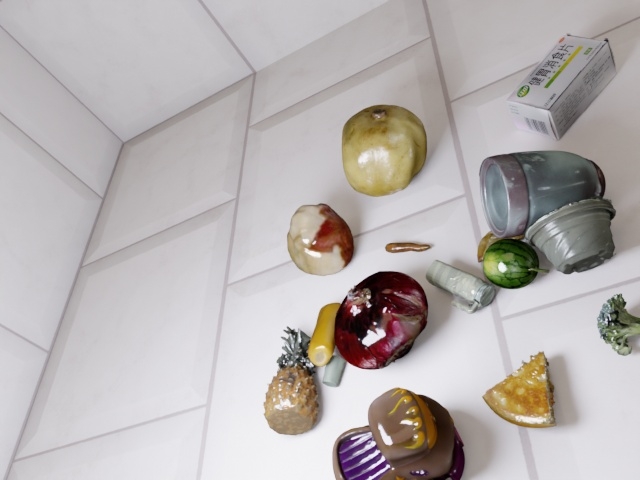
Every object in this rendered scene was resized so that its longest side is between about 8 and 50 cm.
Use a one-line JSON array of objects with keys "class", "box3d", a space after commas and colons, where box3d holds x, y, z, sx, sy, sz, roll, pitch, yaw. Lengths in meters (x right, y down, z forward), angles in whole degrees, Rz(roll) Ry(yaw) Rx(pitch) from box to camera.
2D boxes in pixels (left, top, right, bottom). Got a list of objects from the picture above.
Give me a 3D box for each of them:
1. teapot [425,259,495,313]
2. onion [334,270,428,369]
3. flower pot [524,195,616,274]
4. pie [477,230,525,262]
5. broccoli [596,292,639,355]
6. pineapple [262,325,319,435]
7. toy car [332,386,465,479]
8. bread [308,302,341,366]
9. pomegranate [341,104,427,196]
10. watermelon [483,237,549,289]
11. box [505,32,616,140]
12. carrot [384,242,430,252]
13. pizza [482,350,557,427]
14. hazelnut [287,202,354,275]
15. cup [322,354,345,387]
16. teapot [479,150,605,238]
[{"class": "teapot", "box3d": [0.395, 0.137, 1.727, 0.200, 0.077, 0.107, 25, 78, 48]}, {"class": "onion", "box3d": [0.156, 0.221, 1.716, 0.314, 0.232, 0.314, -42, 28, 29]}, {"class": "flower pot", "box3d": [0.665, 0.001, 1.555, 0.235, 0.235, 0.140, -24, 65, 19]}, {"class": "pie", "box3d": [0.533, -0.004, 1.778, 0.170, 0.034, 0.092, -29, 43, 23]}, {"class": "broccoli", "box3d": [0.750, 0.195, 1.388, 0.204, 0.118, 0.122, 4, 45, 21]}, {"class": "pineapple", "box3d": [-0.080, 0.406, 1.817, 0.169, 0.169, 0.340, -23, 37, 21]}, {"class": "toy car", "box3d": [0.168, 0.508, 1.445, 0.340, 0.240, 0.271, -32, 39, 7]}, {"class": "bread", "box3d": [0.016, 0.280, 1.845, 0.239, 0.074, 0.092, -72, 7, -57]}, {"class": "pomegranate", "box3d": [0.211, -0.321, 2.107, 0.332, 0.332, 0.332, -22, 44, 22]}, {"class": "watermelon", "box3d": [0.535, 0.070, 1.629, 0.187, 0.141, 0.141, 19, 67, 42]}, {"class": "box", "box3d": [0.781, -0.503, 1.941, 0.333, 0.145, 0.173, -48, 42, -7]}, {"class": "carrot", "box3d": [0.284, 0.022, 1.951, 0.165, 0.036, 0.036, -3, 53, 34]}, {"class": "pizza", "box3d": [0.511, 0.363, 1.446, 0.193, 0.053, 0.201, -52, 30, -10]}, {"class": "hazelnut", "box3d": [0.000, 0.000, 2.080, 0.261, 0.261, 0.241, 2, 24, 40]}, {"class": "cup", "box3d": [0.030, 0.393, 1.802, 0.075, 0.054, 0.083, -4, 55, 35]}, {"class": "teapot", "box3d": [0.624, -0.157, 1.708, 0.312, 0.233, 0.315, -8, 25, -3]}]
